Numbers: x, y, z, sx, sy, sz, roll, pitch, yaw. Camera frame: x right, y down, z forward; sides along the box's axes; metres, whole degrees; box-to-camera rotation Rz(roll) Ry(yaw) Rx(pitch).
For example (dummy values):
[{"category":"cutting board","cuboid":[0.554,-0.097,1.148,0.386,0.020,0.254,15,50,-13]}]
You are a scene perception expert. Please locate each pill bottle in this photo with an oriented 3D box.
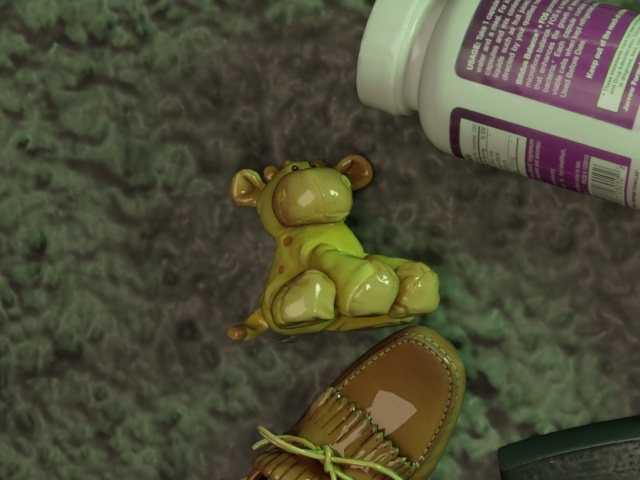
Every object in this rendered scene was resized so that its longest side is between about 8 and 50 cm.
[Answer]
[{"category":"pill bottle","cuboid":[0.193,-0.141,1.723,0.302,0.169,0.169,18,100,17]}]

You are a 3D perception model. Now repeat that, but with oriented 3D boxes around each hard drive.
[{"category":"hard drive","cuboid":[0.295,0.250,1.777,0.255,0.054,0.172,-11,91,20]}]

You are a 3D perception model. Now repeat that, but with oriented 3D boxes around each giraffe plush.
[{"category":"giraffe plush","cuboid":[0.000,0.000,1.825,0.210,0.181,0.170,-18,75,54]}]

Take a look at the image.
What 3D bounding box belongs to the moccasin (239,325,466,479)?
[{"category":"moccasin","cuboid":[-0.008,0.231,1.833,0.380,0.147,0.139,-42,80,17]}]
